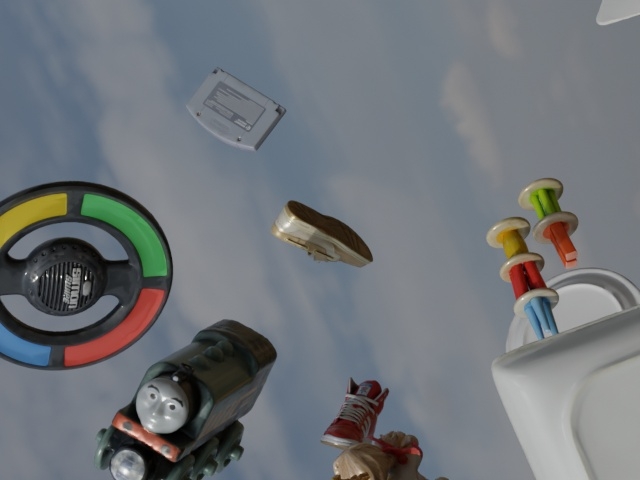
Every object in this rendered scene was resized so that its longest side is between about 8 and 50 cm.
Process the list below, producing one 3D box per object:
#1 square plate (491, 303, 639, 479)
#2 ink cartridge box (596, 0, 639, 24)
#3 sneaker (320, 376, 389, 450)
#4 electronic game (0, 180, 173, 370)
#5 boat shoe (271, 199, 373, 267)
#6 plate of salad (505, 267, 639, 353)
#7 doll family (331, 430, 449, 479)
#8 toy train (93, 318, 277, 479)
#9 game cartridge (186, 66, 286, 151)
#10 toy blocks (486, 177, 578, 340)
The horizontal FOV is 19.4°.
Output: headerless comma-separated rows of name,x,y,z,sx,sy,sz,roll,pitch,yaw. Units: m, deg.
square plate,0.373,0.205,1.671,0.049,0.344,0.347,77,171,-83
ink cartridge box,0.294,-0.290,1.208,0.119,0.353,0.207,35,-122,-28
sneaker,0.033,0.165,1.780,0.118,0.042,0.067,7,-80,-79
electronic game,-0.267,0.039,1.953,0.229,0.229,0.048,56,-175,-34
boat shoe,0.000,0.000,2.656,0.170,0.059,0.063,29,-152,-33
plate of salad,0.333,0.129,2.402,0.048,0.200,0.200,43,-155,-48
doll family,0.042,0.236,1.203,0.163,0.118,0.263,45,-123,-28
toy train,-0.170,0.215,2.408,0.142,0.190,0.334,29,-165,13
game cartridge,-0.078,-0.116,1.690,0.083,0.056,0.017,33,167,24
toy blocks,0.245,0.025,2.042,0.054,0.123,0.148,6,-131,-31
